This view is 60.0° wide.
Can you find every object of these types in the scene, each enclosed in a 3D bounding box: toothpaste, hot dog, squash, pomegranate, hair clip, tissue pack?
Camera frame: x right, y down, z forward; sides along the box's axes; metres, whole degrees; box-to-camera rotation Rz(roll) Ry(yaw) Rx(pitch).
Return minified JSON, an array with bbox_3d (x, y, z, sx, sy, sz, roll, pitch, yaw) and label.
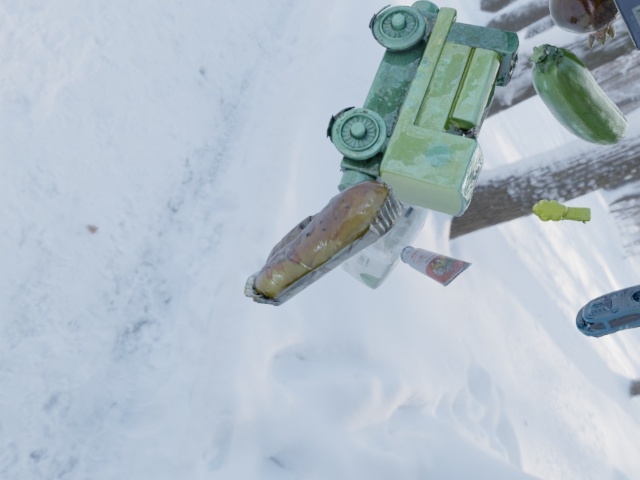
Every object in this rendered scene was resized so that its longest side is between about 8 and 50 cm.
[{"bbox_3d":[0.287,0.062,1.419,0.057,0.089,0.234,55,-12,-24],"label":"toothpaste"},{"bbox_3d":[0.000,0.000,0.795,0.081,0.270,0.162,51,22,-6],"label":"hot dog"},{"bbox_3d":[0.535,-0.293,1.159,0.395,0.107,0.107,22,51,-41],"label":"squash"},{"bbox_3d":[0.689,-0.611,1.435,0.246,0.199,0.198,73,9,-61],"label":"pomegranate"},{"bbox_3d":[0.731,-0.083,1.683,0.046,0.173,0.072,109,-11,-68],"label":"hair clip"},{"bbox_3d":[0.212,-0.008,1.915,0.194,0.356,0.266,34,73,7],"label":"tissue pack"}]

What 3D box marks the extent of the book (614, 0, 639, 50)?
[{"bbox_3d":[0.779,-0.600,1.064,0.300,0.428,0.039,53,41,-19],"label":"book"}]

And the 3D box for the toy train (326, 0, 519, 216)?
[{"bbox_3d":[0.177,-0.231,0.954,0.160,0.254,0.396,58,52,-67],"label":"toy train"}]

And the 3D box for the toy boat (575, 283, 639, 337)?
[{"bbox_3d":[0.843,0.179,1.563,0.092,0.299,0.134,37,50,-18],"label":"toy boat"}]
